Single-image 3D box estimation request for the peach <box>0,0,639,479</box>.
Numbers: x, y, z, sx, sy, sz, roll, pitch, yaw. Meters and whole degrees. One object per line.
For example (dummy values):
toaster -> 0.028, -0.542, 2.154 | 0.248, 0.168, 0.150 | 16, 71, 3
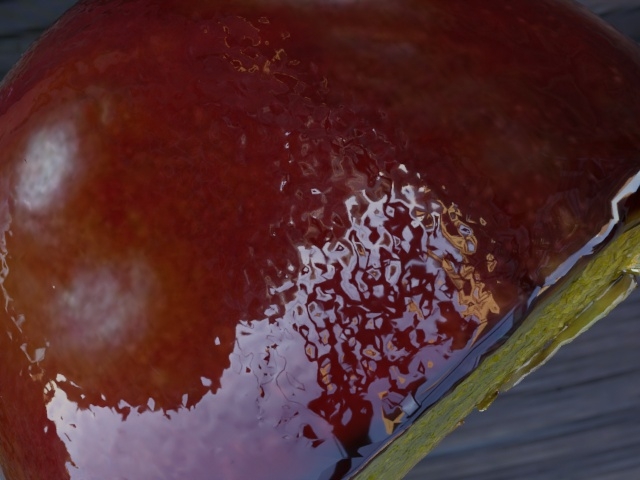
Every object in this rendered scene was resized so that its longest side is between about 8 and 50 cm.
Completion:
peach -> 0.000, 0.000, 0.599 | 0.275, 0.248, 0.245 | -34, 108, 19
